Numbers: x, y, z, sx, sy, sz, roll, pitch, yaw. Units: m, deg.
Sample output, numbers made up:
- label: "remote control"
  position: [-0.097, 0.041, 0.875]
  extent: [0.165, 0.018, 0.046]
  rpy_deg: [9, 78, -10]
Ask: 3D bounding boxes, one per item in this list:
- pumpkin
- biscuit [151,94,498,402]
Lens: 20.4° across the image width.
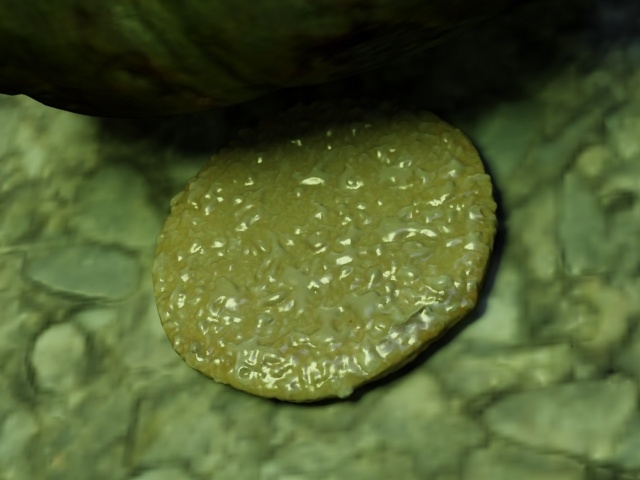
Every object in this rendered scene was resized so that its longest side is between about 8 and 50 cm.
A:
- label: "pumpkin"
  position: [-0.032, -0.187, 0.573]
  extent: [0.225, 0.256, 0.303]
  rpy_deg: [-4, 75, 13]
- label: "biscuit"
  position: [0.000, 0.000, 0.572]
  extent: [0.120, 0.015, 0.120]
  rpy_deg: [-11, 52, 14]
